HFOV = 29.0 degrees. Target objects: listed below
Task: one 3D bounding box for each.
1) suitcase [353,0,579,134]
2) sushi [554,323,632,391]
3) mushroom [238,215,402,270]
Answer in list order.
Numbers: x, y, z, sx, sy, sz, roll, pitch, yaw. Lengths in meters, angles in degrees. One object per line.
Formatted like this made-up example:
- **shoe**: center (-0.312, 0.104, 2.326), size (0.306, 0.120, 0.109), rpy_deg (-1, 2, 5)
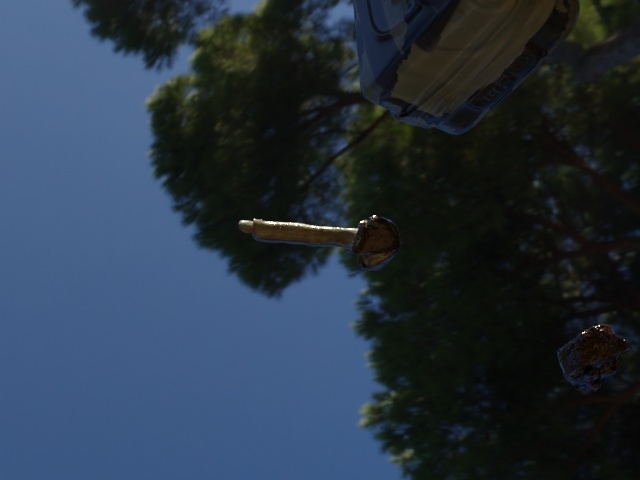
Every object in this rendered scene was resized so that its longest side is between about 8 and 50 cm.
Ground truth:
- **suitcase**: center (0.192, -0.333, 1.499), size (0.194, 0.339, 0.352), rpy_deg (20, -134, -27)
- **sushi**: center (0.233, 0.105, 1.069), size (0.050, 0.099, 0.047), rpy_deg (-23, -109, -9)
- **mushroom**: center (0.000, 0.000, 1.408), size (0.187, 0.060, 0.061), rpy_deg (3, -101, 7)
